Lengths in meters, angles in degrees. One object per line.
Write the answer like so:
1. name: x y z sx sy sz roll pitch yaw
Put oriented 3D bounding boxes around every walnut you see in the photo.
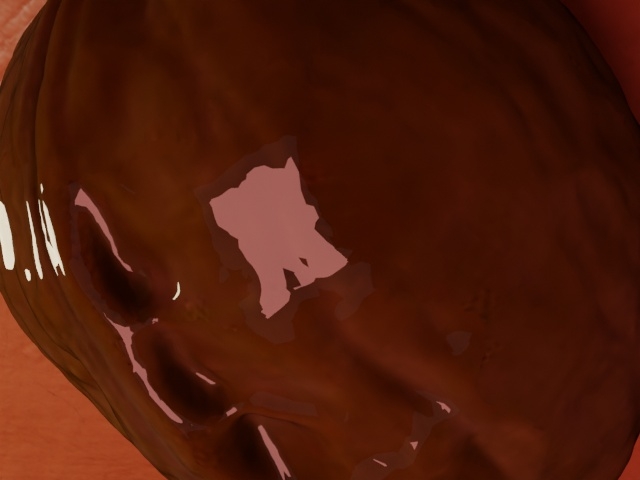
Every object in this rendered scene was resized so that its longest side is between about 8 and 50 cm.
1. walnut: 0.000 0.000 0.505 0.354 0.308 0.398 -23 114 36
